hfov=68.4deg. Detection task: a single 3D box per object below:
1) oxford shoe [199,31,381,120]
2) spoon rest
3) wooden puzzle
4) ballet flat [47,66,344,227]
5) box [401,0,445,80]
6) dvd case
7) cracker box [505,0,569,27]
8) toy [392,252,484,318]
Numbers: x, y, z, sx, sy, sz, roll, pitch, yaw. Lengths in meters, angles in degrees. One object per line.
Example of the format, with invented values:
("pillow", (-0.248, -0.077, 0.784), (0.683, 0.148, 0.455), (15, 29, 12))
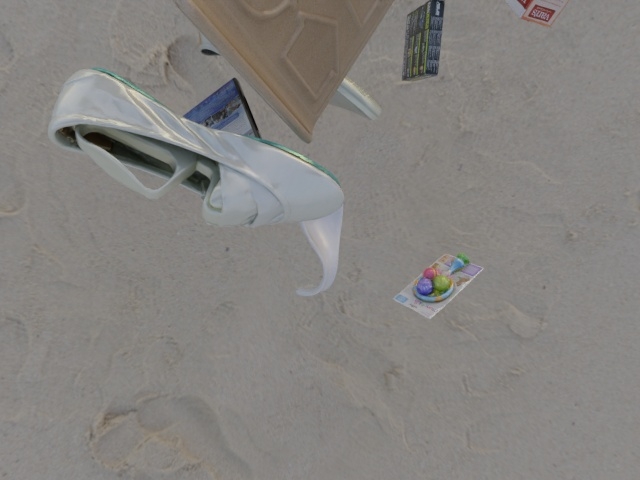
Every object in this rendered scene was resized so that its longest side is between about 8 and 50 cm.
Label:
("oxford shoe", (-0.074, -0.368, 1.036), (0.450, 0.169, 0.130), (30, 104, 2))
("spoon rest", (0.000, 0.000, 1.042), (0.084, 0.137, 0.276), (21, 116, 36))
("wooden puzzle", (-0.019, -0.344, 0.593), (0.081, 0.322, 0.347), (27, 86, 28))
("ballet flat", (-0.167, -0.092, 0.637), (0.401, 0.139, 0.139), (24, 86, -7))
("box", (0.283, -0.550, 1.314), (0.045, 0.184, 0.190), (0, 103, -13))
("dvd case", (-0.231, -0.243, 1.090), (0.181, 0.022, 0.252), (-31, 59, 14))
("cracker box", (0.345, -0.454, 0.669), (0.067, 0.232, 0.155), (5, 49, -21))
("toy", (0.327, 0.106, 1.317), (0.237, 0.137, 0.056), (-33, 125, -25))
